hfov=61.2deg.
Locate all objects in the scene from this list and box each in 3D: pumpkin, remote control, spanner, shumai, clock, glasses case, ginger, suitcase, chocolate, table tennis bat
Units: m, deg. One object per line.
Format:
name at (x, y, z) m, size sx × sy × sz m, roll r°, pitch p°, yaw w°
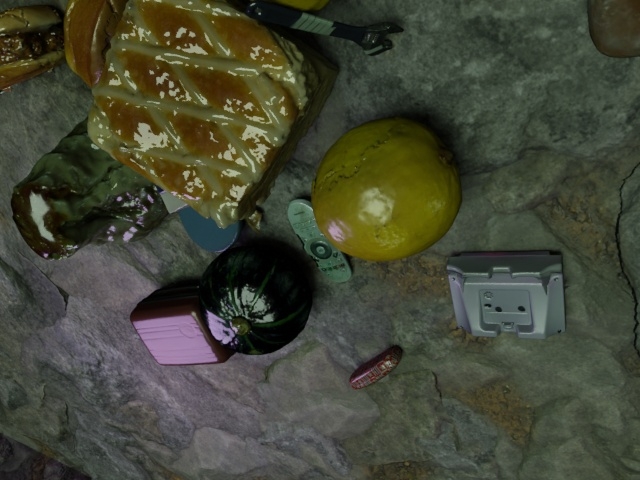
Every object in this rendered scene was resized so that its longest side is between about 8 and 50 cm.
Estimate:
pumpkin at (-0.173, 0.162, 1.397) m, size 0.315 × 0.238 × 0.315 m, roll 9°, pitch 122°, yaw 15°
remote control at (0.000, 0.002, 1.339) m, size 0.097 × 0.045 × 0.256 m, roll -12°, pitch 118°, yaw 32°
spanner at (0.015, -0.376, 0.943) m, size 0.087 × 0.316 × 0.024 m, roll -21°, pitch 74°, yaw 53°
shumai at (-0.597, -0.105, 1.372) m, size 0.324 × 0.323 × 0.397 m, roll 43°, pitch 126°, yaw -4°
clock at (0.413, 0.121, 1.198) m, size 0.253 × 0.083 × 0.186 m, roll -3°, pitch 120°, yaw 26°
glasses case at (0.151, 0.357, 1.481) m, size 0.049 × 0.073 × 0.194 m, roll 46°, pitch 129°, yaw -1°
ginger at (-0.187, -0.080, 1.376) m, size 0.137 × 0.044 × 0.057 m, roll 51°, pitch 158°, yaw -5°
suitcase at (-0.391, 0.248, 1.608) m, size 0.297 × 0.161 × 0.236 m, roll -9°, pitch 117°, yaw 30°
chocolate at (0.491, -0.399, 0.820) m, size 0.161 × 0.083 × 0.261 m, roll -3°, pitch 120°, yaw 29°
table tennis bat at (-0.269, -0.094, 1.374) m, size 0.215 × 0.044 × 0.329 m, roll 51°, pitch 135°, yaw 7°

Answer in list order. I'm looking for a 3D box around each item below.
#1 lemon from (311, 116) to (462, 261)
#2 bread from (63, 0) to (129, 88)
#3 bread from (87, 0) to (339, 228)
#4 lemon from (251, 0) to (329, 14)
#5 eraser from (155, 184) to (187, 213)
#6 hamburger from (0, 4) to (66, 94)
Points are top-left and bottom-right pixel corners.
lemon at (0.126, -0.096, 1.067) m, size 0.297 × 0.297 × 0.297 m, roll 12°, pitch 125°, yaw 18°
bread at (-0.442, -0.432, 1.168) m, size 0.143 × 0.195 × 0.269 m, roll 37°, pitch 133°, yaw 8°
bread at (-0.213, -0.275, 1.060) m, size 0.390 × 0.279 × 0.371 m, roll 35°, pitch 108°, yaw 3°
lemon at (-0.039, -0.527, 0.870) m, size 0.285 × 0.285 × 0.316 m, roll 22°, pitch 171°, yaw 10°
eraser at (-0.362, -0.217, 1.300) m, size 0.124 × 0.081 × 0.278 m, roll -21°, pitch 95°, yaw 35°
hamburger at (-0.749, -0.462, 1.313) m, size 0.282 × 0.245 × 0.155 m, roll -25°, pitch 109°, yaw -12°
